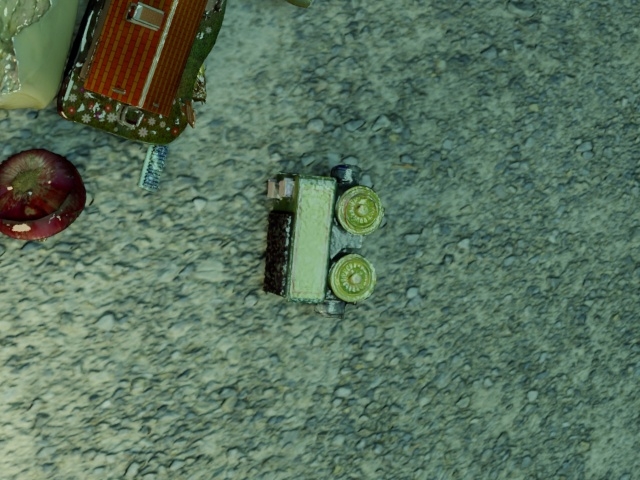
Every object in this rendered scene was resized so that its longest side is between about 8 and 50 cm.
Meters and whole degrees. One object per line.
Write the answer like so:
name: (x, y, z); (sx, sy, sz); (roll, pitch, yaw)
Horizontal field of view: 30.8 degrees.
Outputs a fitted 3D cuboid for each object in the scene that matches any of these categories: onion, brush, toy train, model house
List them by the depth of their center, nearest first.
model house: (-0.227, -0.277, 1.665); (0.207, 0.154, 0.294); (17, 95, -31)
onion: (-0.414, -0.049, 1.710); (0.150, 0.150, 0.140); (-37, 151, -21)
brush: (-0.249, -0.164, 1.826); (0.033, 0.030, 0.178); (15, 88, -20)
toy train: (0.000, 0.000, 1.929); (0.177, 0.134, 0.261); (4, 93, -21)

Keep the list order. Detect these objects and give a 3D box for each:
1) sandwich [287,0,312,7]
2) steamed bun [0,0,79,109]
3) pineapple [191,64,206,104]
sandwich: (-0.050, -0.526, 1.745); (0.262, 0.131, 0.325); (16, 131, -31)
steamed bun: (-0.441, -0.300, 1.620); (0.200, 0.170, 0.225); (15, 87, -28)
pineapple: (-0.223, -0.250, 1.806); (0.116, 0.069, 0.137); (42, 80, -17)
